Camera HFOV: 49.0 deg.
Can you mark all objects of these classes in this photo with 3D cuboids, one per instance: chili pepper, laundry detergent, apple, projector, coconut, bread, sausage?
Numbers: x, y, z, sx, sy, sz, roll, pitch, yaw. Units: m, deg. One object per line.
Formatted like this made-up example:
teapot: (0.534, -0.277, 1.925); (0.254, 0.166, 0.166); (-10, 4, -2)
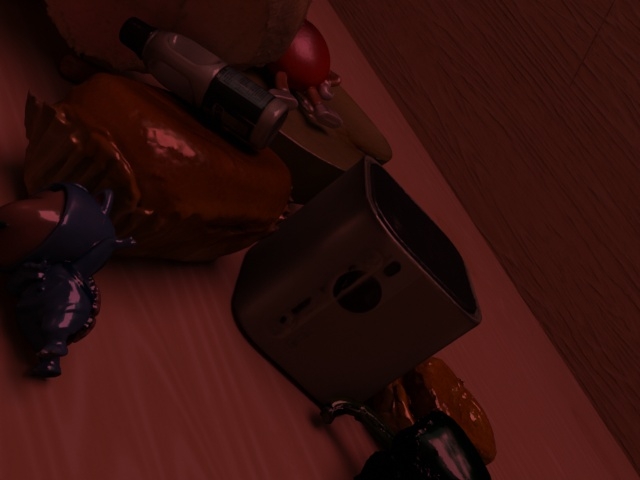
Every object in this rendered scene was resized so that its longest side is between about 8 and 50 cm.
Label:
chili pepper: (0.115, 0.292, 0.901); (0.261, 0.165, 0.174); (54, 31, 12)
laundry detergent: (-0.147, -0.201, 0.868); (0.226, 0.070, 0.099); (34, 11, -2)
apple: (-0.045, -0.223, 1.238); (0.360, 0.320, 0.312); (44, -17, -5)
projector: (0.054, 0.062, 1.021); (0.248, 0.249, 0.248); (46, 20, -18)
coconut: (-0.177, -0.442, 0.967); (0.404, 0.404, 0.404); (44, 21, -22)
bread: (-0.172, -0.083, 0.867); (0.236, 0.183, 0.388); (52, 19, 7)
bread: (0.182, 0.288, 1.105); (0.236, 0.120, 0.198); (49, 18, -10)
sausage: (-0.331, -0.237, 0.995); (0.083, 0.034, 0.034); (13, 43, -61)

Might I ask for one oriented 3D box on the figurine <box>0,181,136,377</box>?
figurine: (-0.251, 0.023, 0.619); (0.144, 0.114, 0.178); (18, 54, -41)

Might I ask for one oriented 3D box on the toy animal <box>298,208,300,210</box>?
toy animal: (0.000, 0.000, 1.307); (0.135, 0.047, 0.065); (48, 11, 5)

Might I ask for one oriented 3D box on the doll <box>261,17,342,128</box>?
doll: (-0.045, -0.294, 1.163); (0.183, 0.085, 0.217); (10, 60, -39)
